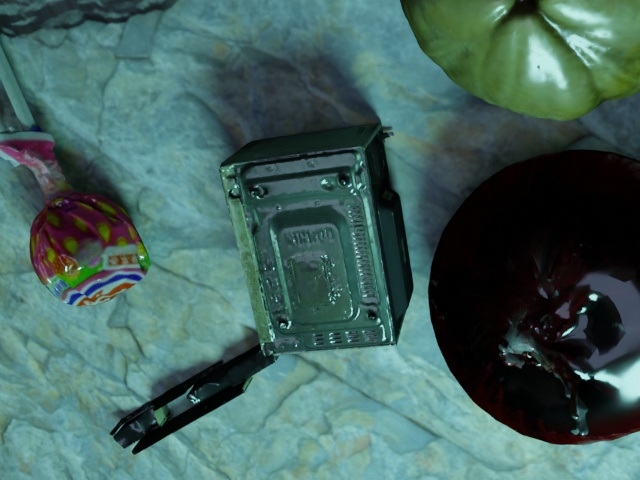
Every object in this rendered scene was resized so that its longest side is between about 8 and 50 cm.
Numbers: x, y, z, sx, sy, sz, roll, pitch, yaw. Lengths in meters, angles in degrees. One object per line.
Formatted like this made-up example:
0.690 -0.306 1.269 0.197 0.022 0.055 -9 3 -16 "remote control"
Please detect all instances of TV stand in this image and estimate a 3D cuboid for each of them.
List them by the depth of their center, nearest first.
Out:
-0.146 0.185 0.946 0.249 0.036 0.042 -32 98 21 "TV stand"

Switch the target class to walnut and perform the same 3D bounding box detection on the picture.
0.168 -0.221 0.602 0.227 0.283 0.283 -32 100 33 "walnut"

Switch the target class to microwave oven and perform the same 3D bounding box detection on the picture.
0.000 0.000 0.797 0.163 0.129 0.205 -7 108 16 "microwave oven"

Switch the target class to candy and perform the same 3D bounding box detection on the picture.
-0.304 -0.101 0.861 0.124 0.124 0.365 -21 95 19 "candy"

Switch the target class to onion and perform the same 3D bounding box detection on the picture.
0.208 0.057 0.698 0.273 0.285 0.273 9 105 33 "onion"
